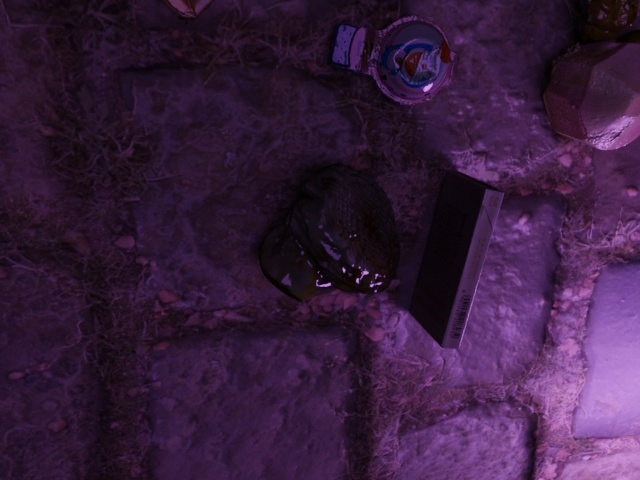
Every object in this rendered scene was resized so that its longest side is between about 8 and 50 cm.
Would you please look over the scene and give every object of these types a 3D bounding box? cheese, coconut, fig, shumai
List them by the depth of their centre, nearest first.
[{"bbox_3d":[0.161,-0.388,1.401,0.286,0.074,0.189,9,103,-15],"label":"cheese"},{"bbox_3d":[0.622,-0.323,1.443,0.233,0.245,0.233,-4,107,-12],"label":"coconut"},{"bbox_3d":[0.000,0.000,1.446,0.263,0.304,0.309,-22,117,30],"label":"shumai"},{"bbox_3d":[0.763,-0.464,1.518,0.166,0.093,0.093,-37,112,2],"label":"fig"}]

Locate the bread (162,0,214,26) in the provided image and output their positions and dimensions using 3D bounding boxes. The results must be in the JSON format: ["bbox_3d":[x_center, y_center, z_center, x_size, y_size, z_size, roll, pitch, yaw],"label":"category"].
[{"bbox_3d":[-0.288,-0.534,1.226,0.136,0.107,0.241,-44,111,5],"label":"bread"}]

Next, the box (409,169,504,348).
[{"bbox_3d":[0.300,0.038,1.495,0.051,0.204,0.365,8,105,-16],"label":"box"}]

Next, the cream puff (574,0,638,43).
[{"bbox_3d":[0.635,-0.513,1.455,0.156,0.121,0.156,-4,108,-13],"label":"cream puff"}]
